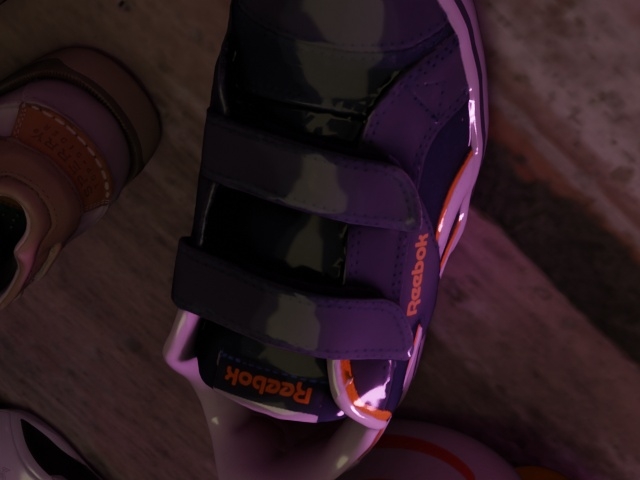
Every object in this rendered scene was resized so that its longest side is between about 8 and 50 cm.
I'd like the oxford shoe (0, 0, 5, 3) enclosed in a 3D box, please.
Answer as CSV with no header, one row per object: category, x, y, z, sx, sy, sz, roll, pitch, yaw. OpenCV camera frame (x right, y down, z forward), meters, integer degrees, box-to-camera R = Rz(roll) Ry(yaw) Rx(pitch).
oxford shoe,-0.214,-0.124,0.657,0.123,0.130,0.348,40,136,-8

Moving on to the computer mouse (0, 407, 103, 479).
computer mouse,-0.168,0.193,0.973,0.193,0.042,0.106,44,136,-12

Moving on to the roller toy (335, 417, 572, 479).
roller toy,0.032,0.195,0.755,0.209,0.191,0.146,5,129,26

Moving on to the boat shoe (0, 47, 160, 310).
boat shoe,-0.216,-0.004,0.782,0.113,0.103,0.302,46,135,-13

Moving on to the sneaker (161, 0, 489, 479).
sneaker,0.000,0.000,0.653,0.126,0.127,0.321,16,132,19
